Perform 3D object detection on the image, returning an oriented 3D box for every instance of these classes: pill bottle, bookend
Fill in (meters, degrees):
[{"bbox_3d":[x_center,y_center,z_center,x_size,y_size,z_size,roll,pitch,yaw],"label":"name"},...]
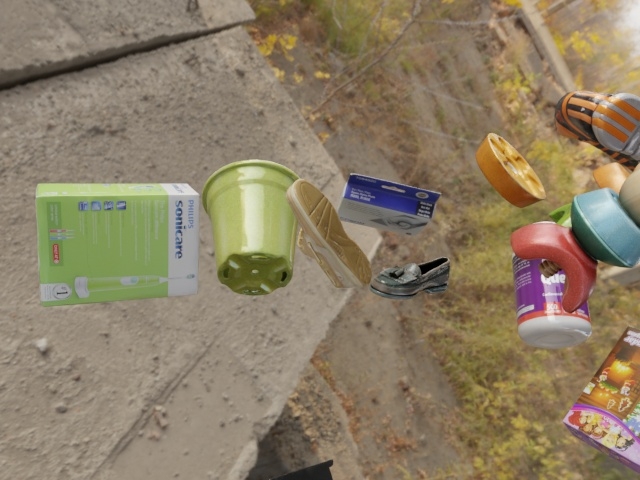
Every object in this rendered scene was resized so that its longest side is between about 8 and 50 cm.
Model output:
[{"bbox_3d":[0.620,0.118,1.581,0.181,0.181,0.323,32,52,-42],"label":"pill bottle"},{"bbox_3d":[-0.031,0.512,1.088,0.157,0.072,0.156,0,61,-41],"label":"bookend"}]

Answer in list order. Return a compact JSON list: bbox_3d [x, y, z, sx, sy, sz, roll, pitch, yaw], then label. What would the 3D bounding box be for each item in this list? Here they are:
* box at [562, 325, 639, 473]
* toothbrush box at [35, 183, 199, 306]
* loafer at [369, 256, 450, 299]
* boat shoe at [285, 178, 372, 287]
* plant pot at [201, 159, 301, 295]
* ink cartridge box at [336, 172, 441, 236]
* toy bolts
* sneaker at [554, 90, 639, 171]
[{"bbox_3d":[0.536,0.263,0.837,0.201,0.293,0.057,-50,123,-11],"label":"box"},{"bbox_3d":[-0.383,0.001,1.112,0.283,0.122,0.206,-3,107,-23],"label":"toothbrush box"},{"bbox_3d":[0.216,0.080,1.378,0.267,0.096,0.084,-2,112,-46],"label":"loafer"},{"bbox_3d":[0.000,0.000,0.742,0.170,0.059,0.063,55,35,-22],"label":"boat shoe"},{"bbox_3d":[-0.164,-0.013,1.447,0.276,0.276,0.254,36,37,-39],"label":"plant pot"},{"bbox_3d":[0.158,-0.080,1.423,0.224,0.223,0.045,106,-3,-72],"label":"ink cartridge box"},{"bbox_3d":[0.291,-0.057,0.627,0.218,0.158,0.228,46,32,-3],"label":"toy bolts"},{"bbox_3d":[0.571,-0.198,1.083,0.321,0.124,0.180,27,14,-27],"label":"sneaker"}]
